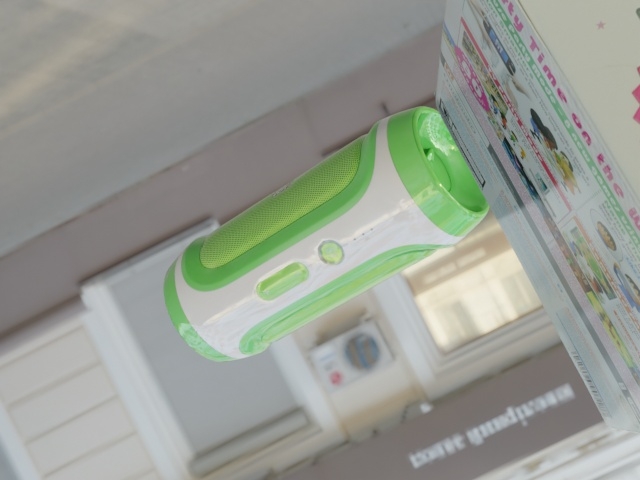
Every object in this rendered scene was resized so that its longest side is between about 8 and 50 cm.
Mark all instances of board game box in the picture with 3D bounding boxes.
[{"bbox_3d":[0.145,-0.027,0.542,0.097,0.224,0.303,-28,173,1],"label":"board game box"}]

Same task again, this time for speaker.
[{"bbox_3d":[0.000,0.000,1.048,0.296,0.131,0.131,-31,178,29],"label":"speaker"}]
